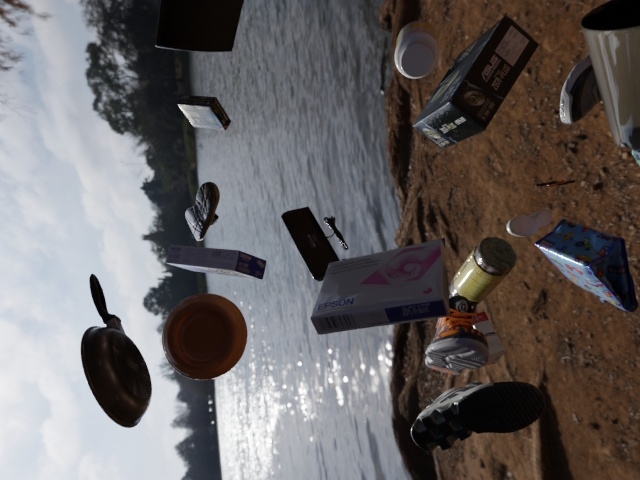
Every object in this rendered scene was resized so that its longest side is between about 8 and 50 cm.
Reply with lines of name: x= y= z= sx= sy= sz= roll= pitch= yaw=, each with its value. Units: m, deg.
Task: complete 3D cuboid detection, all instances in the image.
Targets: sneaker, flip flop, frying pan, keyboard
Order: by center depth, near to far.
frying pan: x=-0.387 y=0.211 z=0.834 sx=0.326 sy=0.053 sz=0.197 roll=56 pitch=169 yaw=55
sneaker: x=0.636 y=-0.351 z=0.904 sx=0.153 sy=0.269 sz=0.101 roll=30 pitch=168 yaw=50
sneaker: x=0.320 y=0.205 z=1.015 sx=0.321 sy=0.124 sz=0.180 roll=87 pitch=-160 yaw=-68
sneaker: x=0.381 y=0.402 z=1.058 sx=0.330 sy=0.146 sz=0.123 roll=-30 pitch=89 yaw=29
flip flop: x=-0.364 y=-0.092 z=1.375 sx=0.112 sy=0.080 sz=0.277 roll=58 pitch=138 yaw=16
sneaker: x=0.717 y=-0.052 z=1.509 sx=0.094 sy=0.212 sz=0.080 roll=-29 pitch=77 yaw=61
keyboard: x=0.000 y=0.000 z=1.546 sx=0.317 sy=0.201 sz=0.033 roll=61 pitch=151 yaw=29

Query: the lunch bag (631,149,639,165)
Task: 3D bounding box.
lunch bag: x=0.809 y=-0.125 z=0.856 sx=0.160 sy=0.262 sz=0.223 roll=-49 pitch=30 yaw=13

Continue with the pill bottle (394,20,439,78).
pill bottle: x=0.264 y=-0.520 z=1.172 sx=0.215 sy=0.117 sz=0.117 roll=-73 pitch=-7 yaw=-51

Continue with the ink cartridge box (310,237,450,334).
ink cartridge box: x=0.162 y=0.091 z=1.114 sx=0.330 sy=0.323 sz=0.072 roll=-70 pitch=-39 yaw=-54

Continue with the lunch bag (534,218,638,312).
lunch bag: x=0.864 y=0.103 z=1.366 sx=0.293 sy=0.138 sz=0.221 roll=50 pitch=180 yaw=-24

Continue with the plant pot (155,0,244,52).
plant pot: x=-0.268 y=-0.537 z=0.980 sx=0.188 sy=0.166 sz=0.188 roll=-101 pitch=30 yaw=-48

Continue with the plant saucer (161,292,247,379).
plant saucer: x=-0.271 y=0.222 z=0.995 sx=0.037 sy=0.199 sz=0.200 roll=96 pitch=166 yaw=-79

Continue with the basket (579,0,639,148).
basket: x=0.561 y=-0.288 z=0.735 sx=0.227 sy=0.154 sz=0.204 roll=59 pitch=-171 yaw=-29

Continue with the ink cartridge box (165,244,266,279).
ink cartridge box: x=-0.231 y=0.047 z=0.944 sx=0.097 sy=0.206 sz=0.046 roll=29 pitch=-111 yaw=-57

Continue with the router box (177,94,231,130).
router box: x=-0.323 y=-0.356 z=1.193 sx=0.038 sy=0.122 sz=0.092 roll=-67 pitch=-27 yaw=-23

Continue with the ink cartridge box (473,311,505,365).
ink cartridge box: x=0.499 y=0.305 z=1.319 sx=0.099 sy=0.056 sz=0.135 roll=86 pitch=170 yaw=-52

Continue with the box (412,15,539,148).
box: x=0.264 y=-0.268 z=0.750 sx=0.180 sy=0.077 sz=0.147 roll=-56 pitch=9 yaw=-6

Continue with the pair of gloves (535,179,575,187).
pair of gloves: x=0.606 y=-0.148 z=1.105 sx=0.083 sy=0.074 sz=0.010 roll=-107 pitch=6 yaw=-82

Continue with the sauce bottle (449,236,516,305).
sauce bottle: x=0.448 y=0.122 z=1.256 sx=0.344 sy=0.111 sz=0.112 roll=100 pitch=160 yaw=-57
